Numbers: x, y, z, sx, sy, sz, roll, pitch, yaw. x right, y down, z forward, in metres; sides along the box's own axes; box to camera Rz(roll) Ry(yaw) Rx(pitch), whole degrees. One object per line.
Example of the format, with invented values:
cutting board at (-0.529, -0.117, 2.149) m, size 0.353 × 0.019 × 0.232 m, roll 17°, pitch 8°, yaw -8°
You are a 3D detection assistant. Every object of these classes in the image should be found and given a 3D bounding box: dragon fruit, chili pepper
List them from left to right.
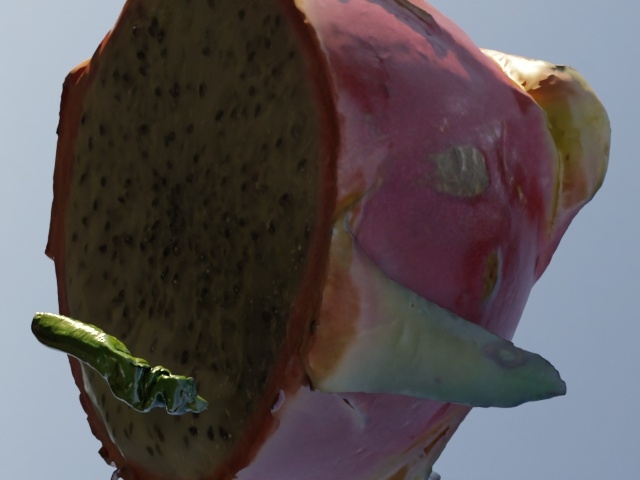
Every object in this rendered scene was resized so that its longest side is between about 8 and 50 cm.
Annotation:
chili pepper at (-0.080, 0.047, 0.771) m, size 0.083 × 0.022 × 0.027 m, roll 26°, pitch -35°, yaw 27°
dragon fruit at (0.000, 0.000, 0.955) m, size 0.290 × 0.189 × 0.290 m, roll -15°, pitch -109°, yaw 52°
